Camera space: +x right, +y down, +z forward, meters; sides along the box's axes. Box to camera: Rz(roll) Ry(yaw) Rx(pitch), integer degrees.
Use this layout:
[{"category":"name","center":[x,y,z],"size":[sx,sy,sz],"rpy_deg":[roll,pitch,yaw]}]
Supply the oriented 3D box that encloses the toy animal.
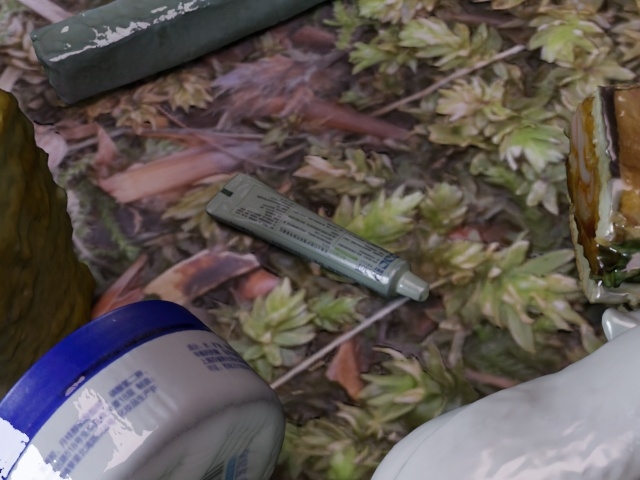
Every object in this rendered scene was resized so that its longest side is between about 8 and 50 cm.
[{"category":"toy animal","center":[0.166,0.139,0.979],"size":[0.289,0.249,0.174],"rpy_deg":[-13,64,-39]}]

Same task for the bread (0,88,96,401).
[{"category":"bread","center":[-0.383,0.039,1.155],"size":[0.395,0.239,0.264],"rpy_deg":[6,57,13]}]

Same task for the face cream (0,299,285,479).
[{"category":"face cream","center":[-0.122,0.149,1.062],"size":[0.206,0.206,0.111],"rpy_deg":[-40,64,-18]}]

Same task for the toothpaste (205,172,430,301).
[{"category":"toothpaste","center":[0.000,0.000,1.254],"size":[0.197,0.029,0.048],"rpy_deg":[26,61,27]}]

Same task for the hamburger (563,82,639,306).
[{"category":"hamburger","center":[0.282,-0.026,1.190],"size":[0.207,0.135,0.155],"rpy_deg":[-2,71,-10]}]

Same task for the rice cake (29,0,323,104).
[{"category":"rice cake","center":[-0.077,-0.206,1.383],"size":[0.336,0.066,0.063],"rpy_deg":[-22,55,-8]}]
